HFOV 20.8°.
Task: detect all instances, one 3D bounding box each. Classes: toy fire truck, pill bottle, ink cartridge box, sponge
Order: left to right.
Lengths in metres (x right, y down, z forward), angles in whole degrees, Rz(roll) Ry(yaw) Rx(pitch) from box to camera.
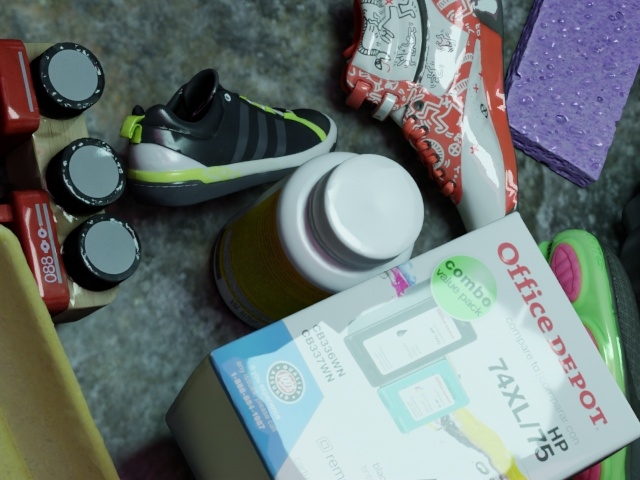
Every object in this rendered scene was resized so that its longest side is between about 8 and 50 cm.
[{"bbox_3d":[-0.294,-0.032,1.344,0.246,0.158,0.217,-6,78,-36],"label":"toy fire truck"},{"bbox_3d":[0.000,0.000,1.409,0.117,0.215,0.117,6,73,-22],"label":"pill bottle"},{"bbox_3d":[0.057,0.140,1.322,0.270,0.197,0.198,-25,78,-22],"label":"ink cartridge box"},{"bbox_3d":[0.244,-0.168,1.668,0.117,0.031,0.210,29,66,-13],"label":"sponge"}]

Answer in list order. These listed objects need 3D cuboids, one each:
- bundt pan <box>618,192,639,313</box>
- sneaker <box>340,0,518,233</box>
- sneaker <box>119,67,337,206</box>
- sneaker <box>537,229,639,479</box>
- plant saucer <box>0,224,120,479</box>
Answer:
[{"bbox_3d":[0.415,0.030,1.636,0.331,0.124,0.331,7,73,-23],"label":"bundt pan"},{"bbox_3d":[0.094,-0.104,1.560,0.145,0.090,0.270,-5,90,-6],"label":"sneaker"},{"bbox_3d":[-0.069,-0.096,1.438,0.234,0.084,0.097,-22,112,-49],"label":"sneaker"},{"bbox_3d":[0.286,0.220,1.518,0.202,0.185,0.483,-20,91,-39],"label":"sneaker"},{"bbox_3d":[-0.316,0.198,1.239,0.333,0.081,0.333,-32,116,-28],"label":"plant saucer"}]
